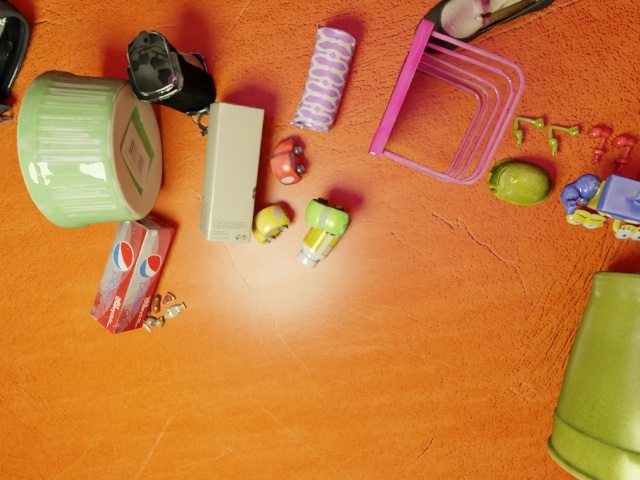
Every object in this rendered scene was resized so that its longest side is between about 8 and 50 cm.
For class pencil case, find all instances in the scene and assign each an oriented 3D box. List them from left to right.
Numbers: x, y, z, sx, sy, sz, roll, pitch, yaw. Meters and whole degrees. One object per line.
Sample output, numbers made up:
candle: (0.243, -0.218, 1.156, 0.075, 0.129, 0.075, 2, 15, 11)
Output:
pencil case: (0.006, -0.319, 0.927, 0.088, 0.086, 0.206, 26, 103, 31)

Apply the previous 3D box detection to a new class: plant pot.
plant pot: (0.614, 0.234, 0.823, 0.365, 0.366, 0.354, 3, 89, 8)

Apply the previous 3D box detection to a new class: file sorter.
file sorter: (0.204, -0.216, 0.810, 0.182, 0.291, 0.202, 22, 102, 1)

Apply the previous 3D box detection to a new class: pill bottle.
pill bottle: (0.000, 0.000, 0.989, 0.065, 0.065, 0.116, 35, 102, 1)

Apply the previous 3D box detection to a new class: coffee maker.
coffee maker: (-0.282, -0.310, 0.917, 0.120, 0.178, 0.171, -37, 93, 13)

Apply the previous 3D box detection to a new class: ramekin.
ramekin: (-0.427, -0.175, 0.908, 0.148, 0.303, 0.304, 0, 100, 0)

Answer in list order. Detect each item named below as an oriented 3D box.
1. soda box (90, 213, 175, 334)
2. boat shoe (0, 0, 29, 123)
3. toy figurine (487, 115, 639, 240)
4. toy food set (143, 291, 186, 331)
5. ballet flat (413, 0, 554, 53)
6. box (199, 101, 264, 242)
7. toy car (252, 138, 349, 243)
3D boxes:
soda box: (-0.426, 0.074, 1.043, 0.092, 0.083, 0.264, 29, 104, 23)
boat shoe: (-0.778, -0.304, 0.991, 0.155, 0.187, 0.501, 29, 98, 8)
toy figurine: (0.514, -0.108, 0.819, 0.362, 0.217, 0.192, 18, 102, 4)
toy food set: (-0.388, 0.167, 1.097, 0.122, 0.019, 0.078, -37, 93, 13)
ballet flat: (0.309, -0.438, 0.852, 0.280, 0.096, 0.095, -21, 97, 11)
box: (-0.187, -0.140, 0.956, 0.094, 0.113, 0.276, 3, 103, -25)
toy car: (-0.043, -0.074, 0.945, 0.224, 0.053, 0.239, 26, 105, 30)
